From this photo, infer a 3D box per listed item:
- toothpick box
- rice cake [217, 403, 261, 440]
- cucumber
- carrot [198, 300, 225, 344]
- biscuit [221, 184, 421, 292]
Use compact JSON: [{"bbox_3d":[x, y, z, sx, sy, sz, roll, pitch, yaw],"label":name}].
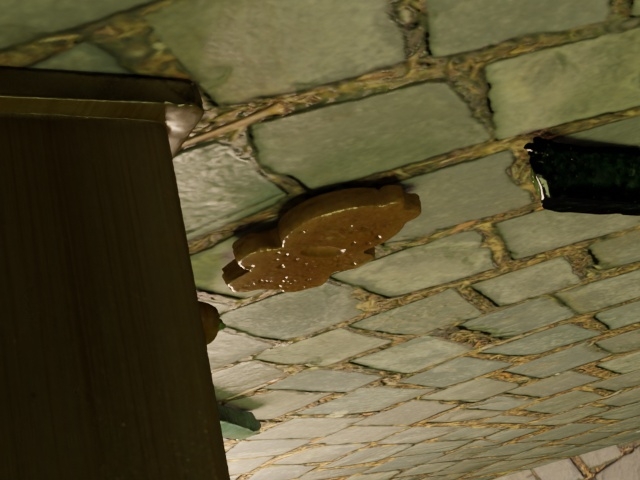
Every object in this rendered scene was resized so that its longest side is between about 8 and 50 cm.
[{"bbox_3d":[-0.157,0.078,0.641,0.187,0.308,0.190,0,155,-30],"label":"toothpick box"},{"bbox_3d":[-0.136,0.229,1.450,0.043,0.034,0.211,-26,157,12],"label":"rice cake"},{"bbox_3d":[0.225,-0.045,0.909,0.220,0.046,0.070,3,163,-37],"label":"cucumber"},{"bbox_3d":[-0.193,0.064,0.967,0.254,0.049,0.049,9,151,-37],"label":"carrot"},{"bbox_3d":[-0.006,0.000,0.918,0.133,0.027,0.184,-2,156,-24],"label":"biscuit"}]
